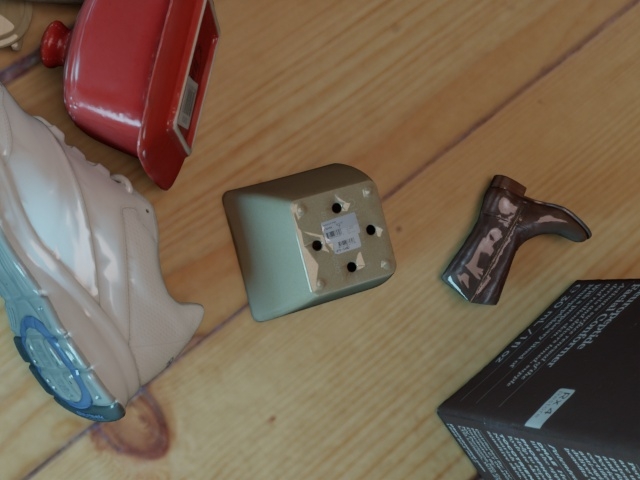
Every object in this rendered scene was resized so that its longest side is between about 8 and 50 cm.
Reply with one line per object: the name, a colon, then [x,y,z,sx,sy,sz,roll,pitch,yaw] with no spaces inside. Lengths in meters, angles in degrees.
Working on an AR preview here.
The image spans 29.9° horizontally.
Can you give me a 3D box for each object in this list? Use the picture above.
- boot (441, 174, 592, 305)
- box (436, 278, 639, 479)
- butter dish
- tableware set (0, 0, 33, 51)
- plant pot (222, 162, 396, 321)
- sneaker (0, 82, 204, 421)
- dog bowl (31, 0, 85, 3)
boot: [0.169,0.016,1.032,0.106,0.037,0.114,28,75,-6]
box: [0.263,0.133,0.881,0.191,0.381,0.143,-39,102,-19]
butter dish: [-0.144,-0.131,0.866,0.118,0.160,0.160,12,83,1]
tableware set: [-0.289,-0.203,0.861,0.168,0.020,0.141,-5,88,-21]
plant pot: [0.000,0.000,0.932,0.109,0.096,0.109,-16,95,-22]
sneaker: [-0.195,-0.018,0.864,0.129,0.111,0.297,-37,106,-35]
dog bowl: [-0.100,-0.319,0.757,0.408,0.408,0.150,-13,75,-22]
